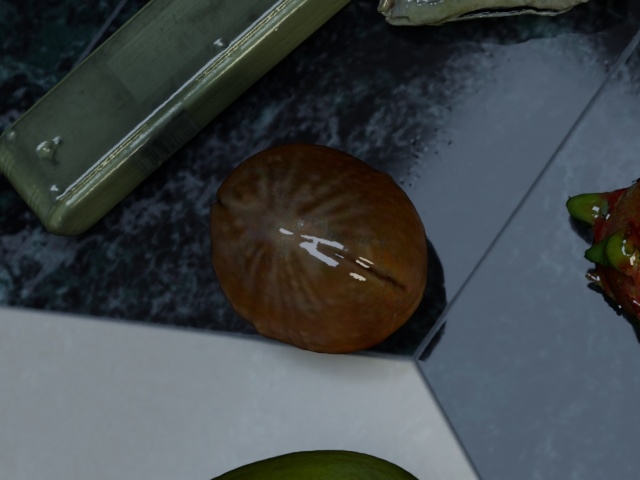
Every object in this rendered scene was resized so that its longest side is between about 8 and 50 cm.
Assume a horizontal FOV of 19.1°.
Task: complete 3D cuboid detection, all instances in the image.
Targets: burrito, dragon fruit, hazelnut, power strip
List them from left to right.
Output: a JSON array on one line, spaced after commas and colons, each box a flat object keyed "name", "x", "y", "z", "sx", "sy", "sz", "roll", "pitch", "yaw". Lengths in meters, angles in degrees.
[{"name": "power strip", "x": -0.065, "y": -0.156, "z": 1.359, "sx": 0.387, "sy": 0.066, "sz": 0.092, "roll": -41, "pitch": 66, "yaw": 0}, {"name": "hazelnut", "x": 0.000, "y": 0.000, "z": 1.264, "sx": 0.150, "sy": 0.150, "sz": 0.150, "roll": -2, "pitch": 76, "yaw": 10}, {"name": "burrito", "x": 0.125, "y": -0.181, "z": 1.339, "sx": 0.188, "sy": 0.045, "sz": 0.058, "roll": -3, "pitch": 49, "yaw": 12}, {"name": "dragon fruit", "x": 0.258, "y": 0.000, "z": 1.244, "sx": 0.142, "sy": 0.175, "sz": 0.138, "roll": -1, "pitch": 85, "yaw": -21}]

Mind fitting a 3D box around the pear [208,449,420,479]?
[{"name": "pear", "x": -0.001, "y": 0.232, "z": 1.172, "sx": 0.269, "sy": 0.212, "sz": 0.212, "roll": 8, "pitch": 77, "yaw": 4}]
